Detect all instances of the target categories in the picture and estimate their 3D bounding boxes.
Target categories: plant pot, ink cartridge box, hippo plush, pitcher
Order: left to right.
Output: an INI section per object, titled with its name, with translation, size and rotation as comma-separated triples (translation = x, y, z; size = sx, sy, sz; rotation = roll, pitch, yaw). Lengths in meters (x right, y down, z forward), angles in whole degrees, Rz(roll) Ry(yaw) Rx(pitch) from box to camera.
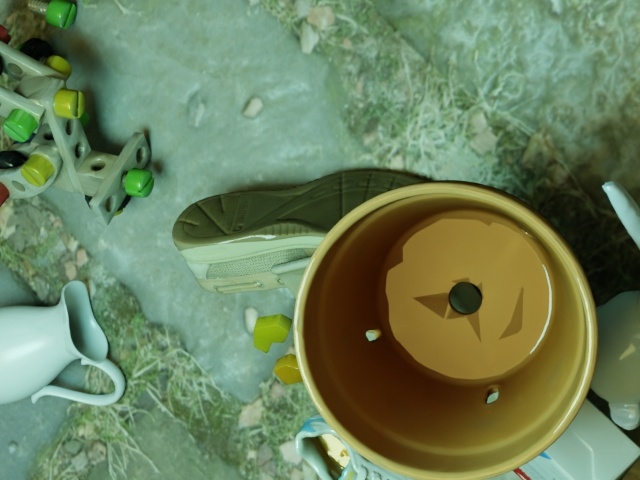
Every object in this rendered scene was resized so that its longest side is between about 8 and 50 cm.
[pitcher]
translation = -0.372, 0.162, 2.258
size = 0.207, 0.125, 0.178
rotation = -20, 108, 22
[plant pot]
translation = 0.134, 0.073, 1.711
size = 0.291, 0.203, 0.291
rotation = 2, 100, 11
[ink cartridge box]
translation = 0.263, 0.229, 1.868
size = 0.078, 0.231, 0.134
rotation = -44, 76, -10
[hippo plush]
translation = 0.372, 0.101, 1.710
size = 0.236, 0.294, 0.234
rotation = -53, 53, 38

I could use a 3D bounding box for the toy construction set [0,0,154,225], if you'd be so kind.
[toy construction set]
translation = -0.338, -0.112, 2.062
size = 0.237, 0.309, 0.257
rotation = 20, 120, 20

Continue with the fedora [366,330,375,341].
[fedora]
translation = 0.056, 0.174, 1.972
size = 0.194, 0.079, 0.194
rotation = 10, 141, 8

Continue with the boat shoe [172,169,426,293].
[boat shoe]
translation = 0.000, 0.000, 1.996
size = 0.341, 0.122, 0.110
rotation = -3, 130, 23

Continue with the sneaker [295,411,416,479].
[sneaker]
translation = 0.068, 0.290, 2.036
size = 0.228, 0.092, 0.087
rotation = 36, 117, 17

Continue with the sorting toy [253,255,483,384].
[sorting toy]
translation = 0.048, 0.082, 1.962
size = 0.307, 0.041, 0.229
rotation = -14, 133, 33
